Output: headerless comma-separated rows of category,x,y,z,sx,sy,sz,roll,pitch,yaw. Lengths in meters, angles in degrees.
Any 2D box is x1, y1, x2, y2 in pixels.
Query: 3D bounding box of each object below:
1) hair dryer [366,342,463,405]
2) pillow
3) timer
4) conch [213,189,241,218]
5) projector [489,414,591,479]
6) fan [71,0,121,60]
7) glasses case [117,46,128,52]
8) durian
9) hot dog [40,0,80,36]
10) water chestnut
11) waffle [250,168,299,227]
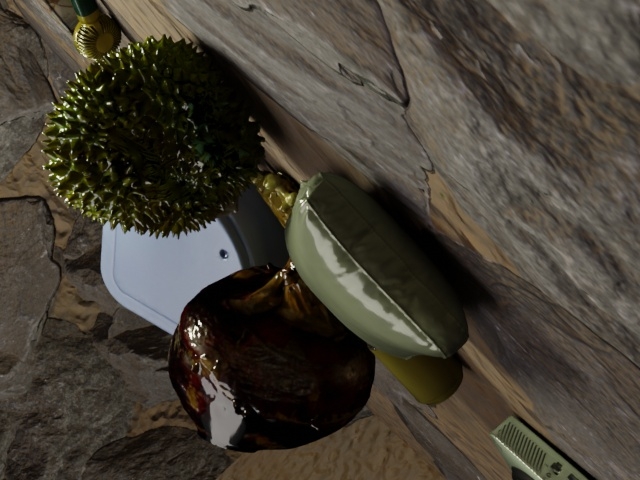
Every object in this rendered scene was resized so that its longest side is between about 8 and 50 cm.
hair dryer,0.122,0.151,1.674,0.135,0.090,0.278,48,179,-19
pillow,0.054,0.040,1.281,0.255,0.120,0.322,47,172,1
timer,-0.220,-0.002,1.979,0.395,0.173,0.395,17,120,31
conch,-0.190,-0.128,1.687,0.245,0.162,0.178,-94,-9,-52
projector,0.367,0.398,1.528,0.257,0.079,0.259,39,167,51
fan,-0.389,-0.372,1.825,0.039,0.082,0.155,37,156,36
glasses case,-0.284,-0.259,1.883,0.204,0.051,0.081,46,171,11
durian,-0.214,-0.138,1.413,0.291,0.291,0.225,49,-174,-12
hot dog,-0.486,-0.468,1.859,0.144,0.075,0.268,46,177,43
water chestnut,-0.066,0.158,1.712,0.335,0.347,0.335,13,-158,-6
waffle,-0.002,0.001,1.658,0.291,0.051,0.291,49,174,6
